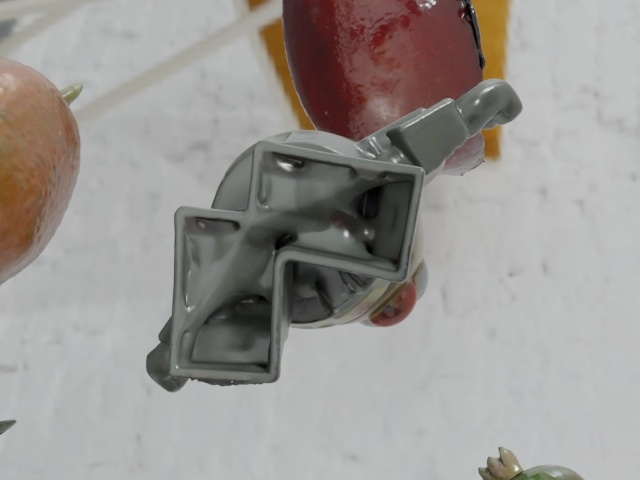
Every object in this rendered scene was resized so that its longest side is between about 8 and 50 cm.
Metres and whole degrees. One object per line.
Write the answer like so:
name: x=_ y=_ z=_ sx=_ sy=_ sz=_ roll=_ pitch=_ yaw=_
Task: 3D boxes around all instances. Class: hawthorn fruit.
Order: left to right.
hawthorn fruit: x=-0.259 y=-0.054 z=1.160 sx=0.251 sy=0.199 sz=0.199 roll=-37 pitch=122 yaw=-41

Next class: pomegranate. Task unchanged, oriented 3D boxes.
pomegranate: x=0.233 y=0.285 z=1.739 sx=0.142 sy=0.114 sz=0.114 roll=48 pitch=-8 yaw=37

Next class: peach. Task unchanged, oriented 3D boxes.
peach: x=0.064 y=-0.203 z=1.791 sx=0.258 sy=0.201 sz=0.362 roll=-112 pitch=-175 yaw=-54

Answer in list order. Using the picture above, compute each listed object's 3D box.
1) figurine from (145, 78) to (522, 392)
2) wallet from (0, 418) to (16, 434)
figurine: x=0.000 y=-0.002 z=1.187 sx=0.285 sy=0.342 sz=0.167 roll=-24 pitch=96 yaw=-80
wallet: x=-0.325 y=0.175 z=1.120 sx=0.168 sy=0.245 sz=0.052 roll=-18 pitch=86 yaw=-37
